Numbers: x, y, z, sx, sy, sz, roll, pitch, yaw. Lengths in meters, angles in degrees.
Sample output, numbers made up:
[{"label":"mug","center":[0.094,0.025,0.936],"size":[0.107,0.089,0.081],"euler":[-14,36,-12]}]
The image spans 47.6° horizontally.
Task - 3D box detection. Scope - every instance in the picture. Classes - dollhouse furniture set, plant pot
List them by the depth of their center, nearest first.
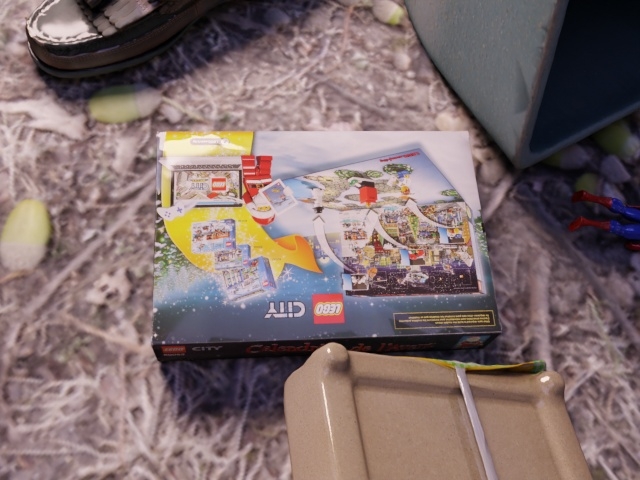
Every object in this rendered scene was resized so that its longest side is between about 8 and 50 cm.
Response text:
[{"label":"dollhouse furniture set","center":[0.068,0.227,0.422],"size":[0.197,0.151,0.302],"euler":[11,47,-24]},{"label":"plant pot","center":[0.183,-0.258,0.553],"size":[0.247,0.247,0.252],"euler":[-27,55,-16]}]

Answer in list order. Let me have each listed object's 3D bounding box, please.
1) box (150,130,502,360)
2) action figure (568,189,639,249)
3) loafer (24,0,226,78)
[{"label":"box","center":[0.000,0.000,0.519],"size":[0.233,0.044,0.159],"euler":[-1,67,-7]},{"label":"action figure","center":[0.249,-0.012,0.561],"size":[0.115,0.030,0.038],"euler":[12,72,-7]},{"label":"loafer","center":[-0.115,-0.223,0.579],"size":[0.267,0.084,0.096],"euler":[-31,74,-17]}]
